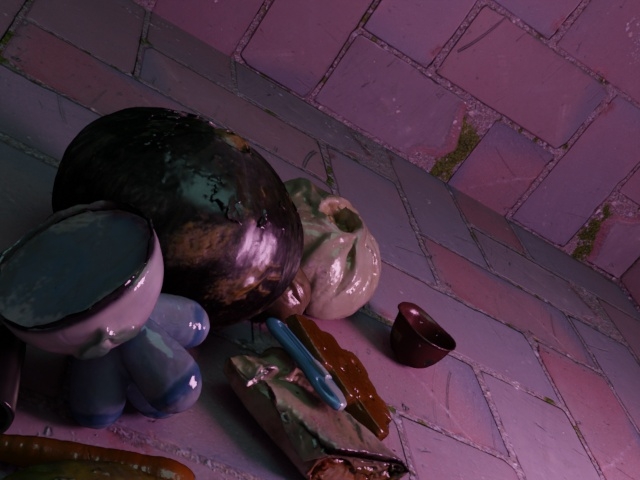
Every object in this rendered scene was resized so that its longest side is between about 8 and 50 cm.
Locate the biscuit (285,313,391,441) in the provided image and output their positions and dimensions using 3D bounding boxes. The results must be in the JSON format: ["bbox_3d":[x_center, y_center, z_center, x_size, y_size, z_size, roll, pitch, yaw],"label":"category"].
[{"bbox_3d":[0.029,0.246,1.581,0.301,0.043,0.278,49,8,-18],"label":"biscuit"}]

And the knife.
[{"bbox_3d":[-0.025,0.210,1.443,0.222,0.031,0.064,47,17,32],"label":"knife"}]

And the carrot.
[{"bbox_3d":[-0.297,0.289,1.056,0.335,0.069,0.069,15,26,-9],"label":"carrot"}]

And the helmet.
[{"bbox_3d":[0.214,0.227,1.900,0.155,0.106,0.175,23,24,-34],"label":"helmet"}]

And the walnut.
[{"bbox_3d":[-0.098,0.094,1.676,0.162,0.140,0.140,48,20,-11],"label":"walnut"}]

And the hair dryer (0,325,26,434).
[{"bbox_3d":[-0.512,0.142,1.076,0.248,0.078,0.196,20,26,-23],"label":"hair dryer"}]

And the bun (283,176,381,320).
[{"bbox_3d":[0.000,0.000,1.884,0.365,0.219,0.365,37,19,-15],"label":"bun"}]

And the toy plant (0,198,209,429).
[{"bbox_3d":[-0.281,0.137,1.175,0.247,0.247,0.332,-114,-177,-50],"label":"toy plant"}]

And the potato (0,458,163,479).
[{"bbox_3d":[-0.252,0.344,0.964,0.298,0.141,0.176,28,36,-37],"label":"potato"}]

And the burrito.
[{"bbox_3d":[-0.018,0.314,1.402,0.347,0.107,0.175,42,31,12],"label":"burrito"}]

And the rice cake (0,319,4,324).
[{"bbox_3d":[-0.521,0.095,1.066,0.211,0.038,0.124,10,14,2],"label":"rice cake"}]

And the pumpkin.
[{"bbox_3d":[-0.240,-0.043,1.459,0.454,0.344,0.454,32,20,-13],"label":"pumpkin"}]
